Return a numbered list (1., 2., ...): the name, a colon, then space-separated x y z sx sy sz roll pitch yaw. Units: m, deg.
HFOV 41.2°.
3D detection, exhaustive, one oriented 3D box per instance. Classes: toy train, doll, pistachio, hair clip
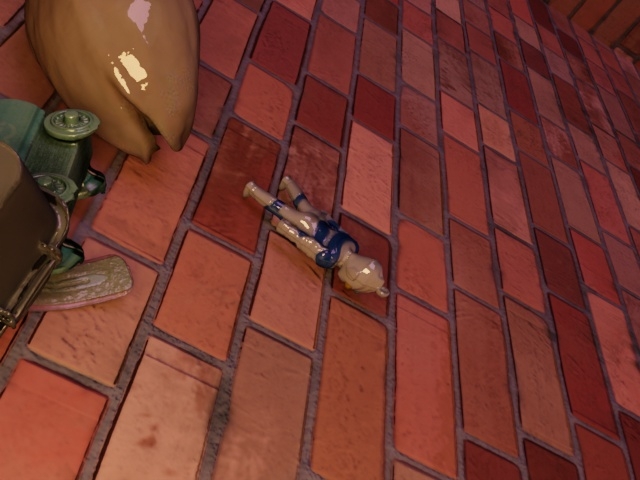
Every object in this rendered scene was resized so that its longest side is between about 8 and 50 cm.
1. toy train: -0.300 -0.058 0.836 0.159 0.101 0.248 6 36 -6
2. doll: 0.000 0.000 1.101 0.227 0.057 0.114 41 25 22
3. pistachio: -0.245 -0.243 1.041 0.226 0.208 0.331 73 -7 -65
4. hair clip: -0.250 0.040 0.829 0.137 0.022 0.054 -6 52 -38

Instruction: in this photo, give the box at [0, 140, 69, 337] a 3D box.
1. box: -0.330 -0.032 0.657 0.243 0.135 0.163 29 68 1
